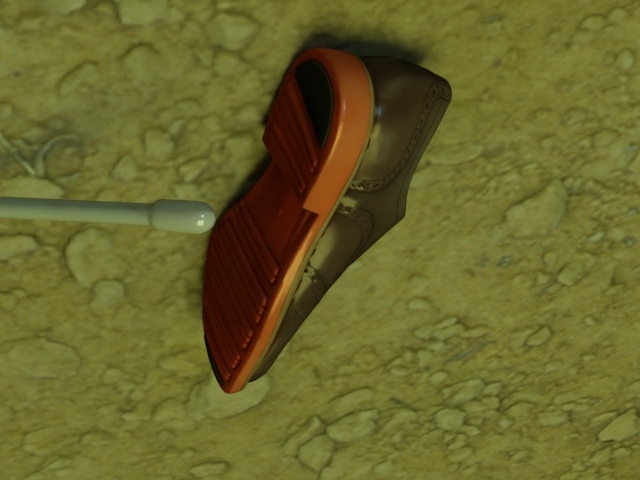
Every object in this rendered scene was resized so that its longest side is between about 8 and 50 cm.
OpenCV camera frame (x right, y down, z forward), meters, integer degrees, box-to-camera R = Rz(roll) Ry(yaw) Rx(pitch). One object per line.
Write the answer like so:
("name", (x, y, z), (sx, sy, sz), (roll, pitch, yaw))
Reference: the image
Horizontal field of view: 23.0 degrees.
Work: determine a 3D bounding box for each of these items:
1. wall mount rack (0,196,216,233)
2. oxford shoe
("wall mount rack", (-0.246, -0.007, 0.820), (0.304, 0.130, 0.350), (-35, 149, 11))
("oxford shoe", (0.000, 0.000, 0.987), (0.098, 0.097, 0.271), (0, 138, -30))
